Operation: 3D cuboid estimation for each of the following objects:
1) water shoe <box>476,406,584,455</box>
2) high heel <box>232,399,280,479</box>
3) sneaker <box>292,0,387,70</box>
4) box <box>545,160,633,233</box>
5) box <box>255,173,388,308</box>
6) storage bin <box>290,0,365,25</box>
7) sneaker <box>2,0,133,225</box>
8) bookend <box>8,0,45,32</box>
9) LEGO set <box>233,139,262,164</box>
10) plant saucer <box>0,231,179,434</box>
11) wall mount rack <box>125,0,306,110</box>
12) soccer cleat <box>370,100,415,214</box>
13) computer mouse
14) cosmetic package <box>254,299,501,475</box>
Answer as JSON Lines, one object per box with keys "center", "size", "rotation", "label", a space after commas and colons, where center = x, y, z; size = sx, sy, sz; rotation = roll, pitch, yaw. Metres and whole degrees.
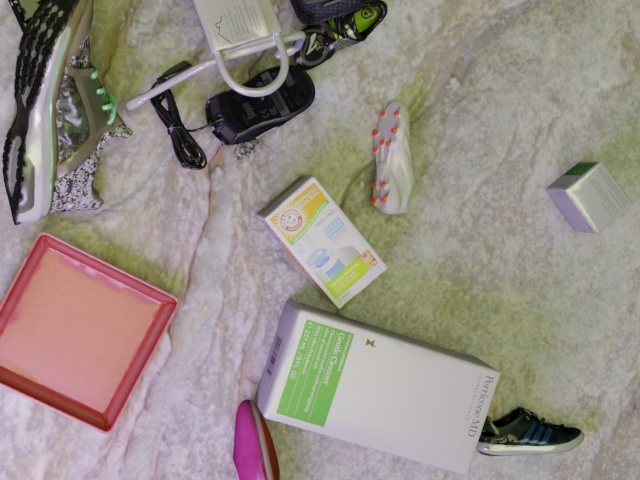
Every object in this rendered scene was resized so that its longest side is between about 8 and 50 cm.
{"center": [0.376, 0.338, 2.089], "size": [0.203, 0.073, 0.080], "rotation": [-4, 93, -11], "label": "water shoe"}
{"center": [-0.154, 0.464, 1.981], "size": [0.181, 0.127, 0.377], "rotation": [-9, 87, 5], "label": "high heel"}
{"center": [0.032, -0.352, 1.960], "size": [0.188, 0.078, 0.067], "rotation": [-33, 104, -6], "label": "sneaker"}
{"center": [0.471, -0.076, 2.057], "size": [0.087, 0.101, 0.102], "rotation": [-40, 99, -5], "label": "box"}
{"center": [0.000, 0.000, 1.972], "size": [0.114, 0.103, 0.203], "rotation": [-40, 101, -6], "label": "box"}
{"center": [-0.005, -0.459, 1.912], "size": [0.122, 0.084, 0.180], "rotation": [-21, 77, -9], "label": "storage bin"}
{"center": [-0.384, -0.215, 1.851], "size": [0.182, 0.158, 0.410], "rotation": [2, 118, -32], "label": "sneaker"}
{"center": [-0.465, -0.411, 1.820], "size": [0.072, 0.156, 0.157], "rotation": [-25, 100, -8], "label": "bookend"}
{"center": [-0.125, -0.170, 1.973], "size": [0.054, 0.023, 0.083], "rotation": [-6, 96, -10], "label": "LEGO set"}
{"center": [-0.404, 0.152, 1.936], "size": [0.259, 0.048, 0.258], "rotation": [28, 89, -11], "label": "plant saucer"}
{"center": [-0.200, -0.366, 1.876], "size": [0.304, 0.130, 0.350], "rotation": [-19, 85, -12], "label": "wall mount rack"}
{"center": [0.130, -0.140, 2.011], "size": [0.076, 0.068, 0.196], "rotation": [9, 86, -40], "label": "soccer cleat"}
{"center": [-0.152, -0.237, 1.949], "size": [0.262, 0.060, 0.184], "rotation": [-31, 78, -11], "label": "computer mouse"}
{"center": [0.094, 0.247, 1.986], "size": [0.366, 0.155, 0.196], "rotation": [17, 90, -11], "label": "cosmetic package"}
